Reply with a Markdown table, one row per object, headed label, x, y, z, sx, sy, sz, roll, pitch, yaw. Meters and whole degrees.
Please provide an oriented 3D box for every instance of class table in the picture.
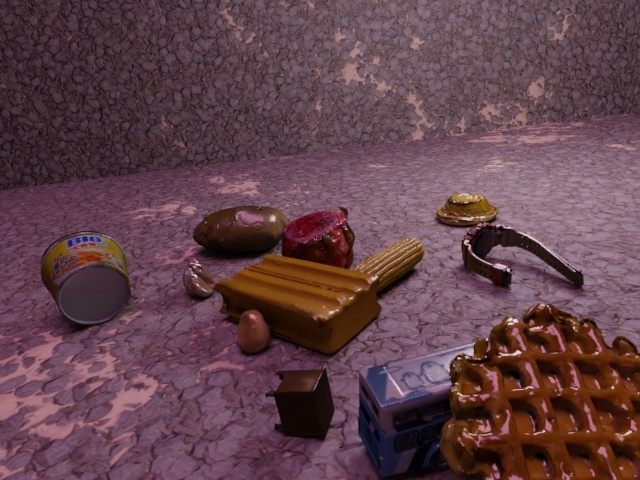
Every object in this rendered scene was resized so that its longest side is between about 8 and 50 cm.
| label | x | y | z | sx | sy | sz | roll | pitch | yaw |
| --- | --- | --- | --- | --- | --- | --- | --- | --- | --- |
| table | -0.032 | 0.249 | 0.748 | 0.082 | 0.083 | 0.070 | -7 | 17 | 18 |

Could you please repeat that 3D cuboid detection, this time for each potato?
| label | x | y | z | sx | sy | sz | roll | pitch | yaw |
| --- | --- | --- | --- | --- | --- | --- | --- | --- | --- |
| potato | -0.246 | -0.037 | 1.481 | 0.297 | 0.141 | 0.191 | -7 | 18 | 5 |
| potato | -0.136 | 0.181 | 0.968 | 0.068 | 0.083 | 0.062 | -11 | -3 | -10 |

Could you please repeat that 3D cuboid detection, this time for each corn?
| label | x | y | z | sx | sy | sz | roll | pitch | yaw |
| --- | --- | --- | --- | --- | --- | --- | --- | --- | --- |
| corn | 0.163 | 0.062 | 1.172 | 0.081 | 0.081 | 0.249 | 13 | 29 | 42 |

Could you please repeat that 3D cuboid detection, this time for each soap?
| label | x | y | z | sx | sy | sz | roll | pitch | yaw |
| --- | --- | --- | --- | --- | --- | --- | --- | --- | --- |
| soap | -0.054 | 0.125 | 1.053 | 0.325 | 0.096 | 0.204 | 10 | 26 | 38 |

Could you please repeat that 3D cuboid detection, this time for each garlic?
| label | x | y | z | sx | sy | sz | roll | pitch | yaw |
| --- | --- | --- | --- | --- | --- | --- | --- | --- | --- |
| garlic | -0.312 | 0.100 | 1.229 | 0.074 | 0.094 | 0.113 | -49 | 32 | 3 |

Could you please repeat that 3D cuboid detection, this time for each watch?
| label | x | y | z | sx | sy | sz | roll | pitch | yaw |
| --- | --- | --- | --- | --- | --- | --- | --- | --- | --- |
| watch | 0.452 | 0.047 | 1.136 | 0.165 | 0.102 | 0.268 | -20 | 32 | -14 |

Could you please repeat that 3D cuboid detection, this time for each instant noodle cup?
| label | x | y | z | sx | sy | sz | roll | pitch | yaw |
| --- | --- | --- | --- | --- | --- | --- | --- | --- | --- |
| instant noodle cup | -0.550 | 0.097 | 1.164 | 0.205 | 0.204 | 0.153 | -19 | 33 | -28 |

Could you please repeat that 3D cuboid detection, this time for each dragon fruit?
| label | x | y | z | sx | sy | sz | roll | pitch | yaw |
| --- | --- | --- | --- | --- | --- | --- | --- | --- | --- |
| dragon fruit | 0.000 | 0.000 | 1.298 | 0.211 | 0.146 | 0.282 | -13 | 20 | -17 |

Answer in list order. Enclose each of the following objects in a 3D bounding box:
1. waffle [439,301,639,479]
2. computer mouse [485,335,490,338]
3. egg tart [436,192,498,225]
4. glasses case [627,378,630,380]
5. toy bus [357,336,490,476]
| label | x | y | z | sx | sy | sz | roll | pitch | yaw |
| --- | --- | --- | --- | --- | --- | --- | --- | --- | --- |
| waffle | 0.287 | 0.219 | 0.548 | 0.302 | 0.068 | 0.325 | 39 | 56 | 22 |
| computer mouse | 0.340 | 0.186 | 0.866 | 0.110 | 0.032 | 0.056 | -16 | 20 | 3 |
| egg tart | 0.463 | -0.104 | 1.533 | 0.192 | 0.074 | 0.191 | -4 | 19 | 2 |
| glasses case | 0.524 | 0.209 | 0.722 | 0.198 | 0.049 | 0.076 | -4 | 21 | 8 |
| toy bus | 0.203 | 0.221 | 0.677 | 0.298 | 0.130 | 0.106 | -11 | 20 | -12 |
